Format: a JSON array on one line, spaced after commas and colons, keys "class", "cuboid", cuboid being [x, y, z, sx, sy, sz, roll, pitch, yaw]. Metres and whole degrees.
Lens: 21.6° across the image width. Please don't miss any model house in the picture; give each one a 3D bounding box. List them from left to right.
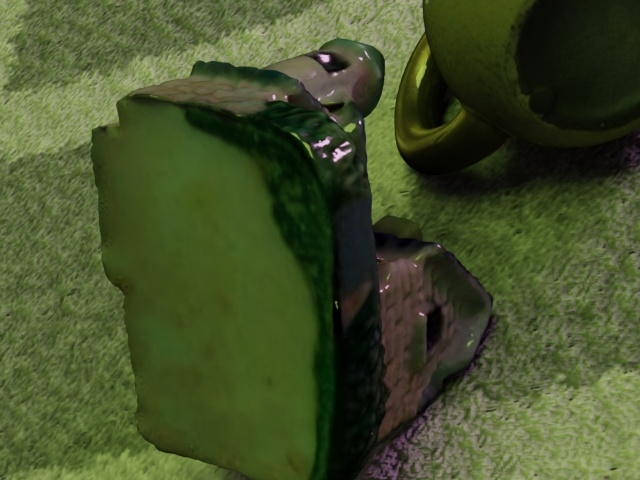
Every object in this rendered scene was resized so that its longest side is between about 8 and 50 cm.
[{"class": "model house", "cuboid": [-0.002, 0.000, 1.325, 0.243, 0.298, 0.284, 11, 24, 34]}]

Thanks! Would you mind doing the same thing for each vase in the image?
[{"class": "vase", "cuboid": [0.170, -0.198, 1.462, 0.329, 0.241, 0.302, -52, 28, 20]}]
